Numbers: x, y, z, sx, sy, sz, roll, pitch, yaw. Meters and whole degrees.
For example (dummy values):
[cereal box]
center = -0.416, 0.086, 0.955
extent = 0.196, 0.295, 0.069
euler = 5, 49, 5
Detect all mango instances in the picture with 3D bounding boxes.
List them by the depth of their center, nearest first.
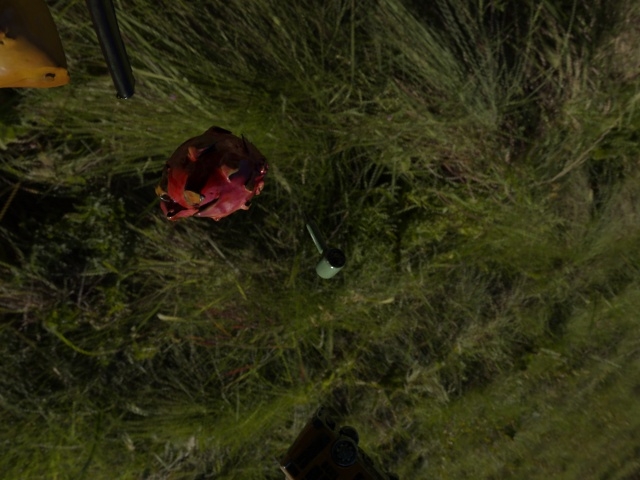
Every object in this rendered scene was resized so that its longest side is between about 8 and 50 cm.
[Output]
[mango]
center = -0.404, -0.260, 0.524
extent = 0.166, 0.236, 0.136
euler = -25, 148, -36

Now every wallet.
[wallet]
center = -0.443, -0.465, 0.976
extent = 0.045, 0.318, 0.172
euler = -12, -148, -9

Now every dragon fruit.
[dragon fruit]
center = -0.159, -0.094, 0.686
extent = 0.165, 0.133, 0.136
euler = -32, 162, 8

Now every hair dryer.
[hair dryer]
center = 0.000, 0.000, 0.975
extent = 0.047, 0.150, 0.071
euler = -19, 165, -25

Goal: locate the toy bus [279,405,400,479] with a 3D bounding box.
[toy bus]
center = 0.032, 0.320, 0.632
extent = 0.103, 0.182, 0.091
euler = -45, 169, -3
